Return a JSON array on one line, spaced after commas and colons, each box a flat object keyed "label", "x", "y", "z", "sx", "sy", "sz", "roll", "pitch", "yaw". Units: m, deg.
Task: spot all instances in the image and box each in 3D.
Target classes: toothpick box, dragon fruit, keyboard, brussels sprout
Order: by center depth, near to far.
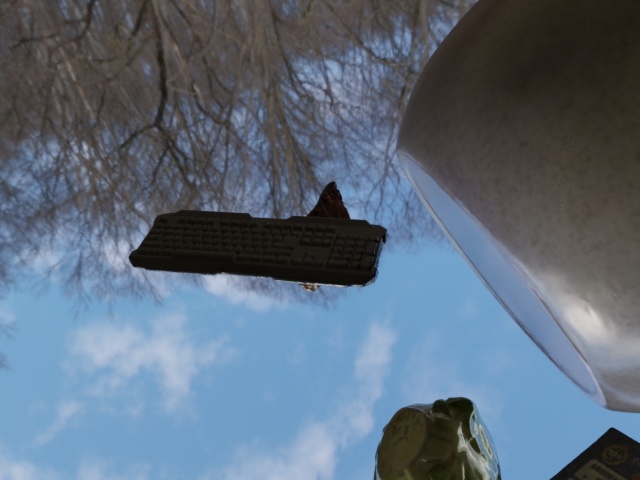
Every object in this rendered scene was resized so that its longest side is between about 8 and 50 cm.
[{"label": "toothpick box", "x": 0.312, "y": -0.103, "z": 0.591, "sx": 0.425, "sy": 0.409, "sz": 0.409, "roll": -37, "pitch": -125, "yaw": 3}, {"label": "brussels sprout", "x": 0.108, "y": 0.223, "z": 0.646, "sx": 0.118, "sy": 0.155, "sz": 0.155, "roll": -24, "pitch": -134, "yaw": 33}, {"label": "keyboard", "x": -0.065, "y": 0.005, "z": 0.727, "sx": 0.263, "sy": 0.016, "sz": 0.106, "roll": 4, "pitch": -144, "yaw": 13}, {"label": "dragon fruit", "x": -0.018, "y": 0.008, "z": 0.896, "sx": 0.092, "sy": 0.192, "sz": 0.122, "roll": -16, "pitch": -96, "yaw": -12}]

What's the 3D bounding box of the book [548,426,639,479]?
[{"label": "book", "x": 0.395, "y": 0.477, "z": 1.031, "sx": 0.428, "sy": 0.039, "sz": 0.300, "roll": -34, "pitch": -158, "yaw": -11}]
